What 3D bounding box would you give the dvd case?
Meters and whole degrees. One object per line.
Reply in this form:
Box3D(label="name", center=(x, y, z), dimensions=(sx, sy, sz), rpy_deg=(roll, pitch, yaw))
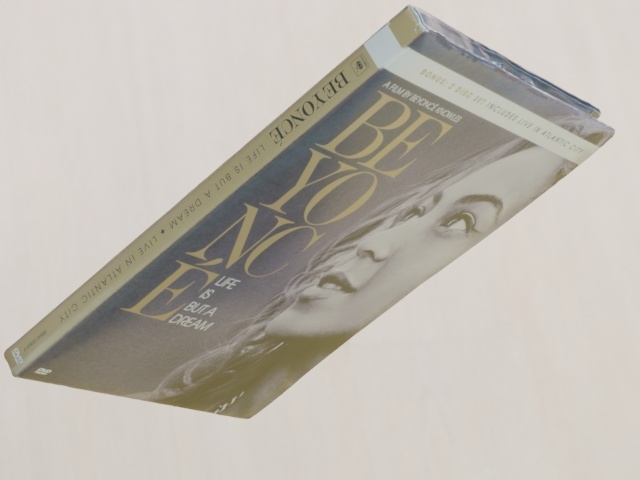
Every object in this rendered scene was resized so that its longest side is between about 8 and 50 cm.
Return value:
Box3D(label="dvd case", center=(0.000, 0.000, 0.777), dimensions=(0.164, 0.221, 0.018), rpy_deg=(19, 37, -55))
